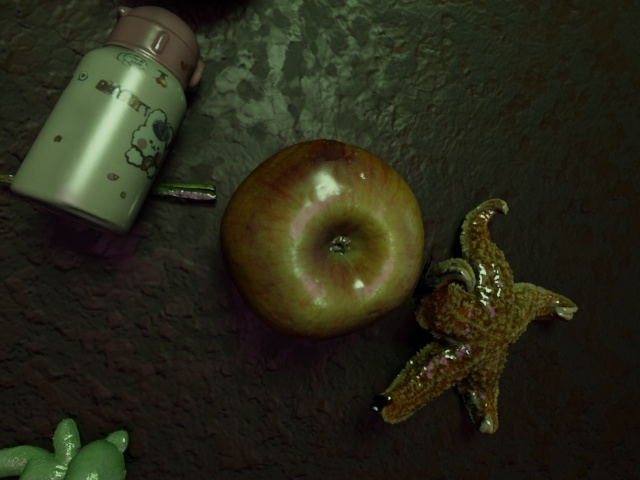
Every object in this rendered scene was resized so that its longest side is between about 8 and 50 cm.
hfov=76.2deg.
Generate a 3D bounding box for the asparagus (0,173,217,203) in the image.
[{"bbox_3d":[-0.238,-0.059,0.465,0.233,0.022,0.023,2,126,-14],"label":"asparagus"}]

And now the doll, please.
[{"bbox_3d":[-0.291,0.264,0.456,0.150,0.077,0.115,2,55,-1],"label":"doll"}]

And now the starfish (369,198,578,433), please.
[{"bbox_3d":[0.193,0.094,0.501,0.303,0.113,0.312,34,77,-36],"label":"starfish"}]

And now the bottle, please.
[{"bbox_3d":[-0.201,-0.128,0.417,0.110,0.110,0.233,23,76,-12],"label":"bottle"}]

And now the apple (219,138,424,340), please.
[{"bbox_3d":[0.000,0.000,0.434,0.211,0.188,0.211,-1,97,-11],"label":"apple"}]
